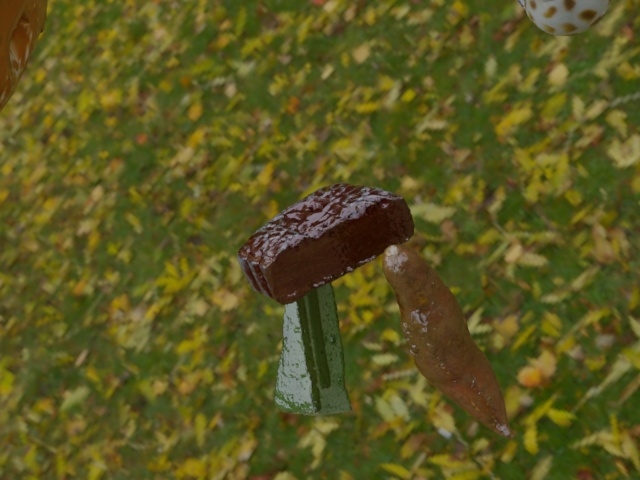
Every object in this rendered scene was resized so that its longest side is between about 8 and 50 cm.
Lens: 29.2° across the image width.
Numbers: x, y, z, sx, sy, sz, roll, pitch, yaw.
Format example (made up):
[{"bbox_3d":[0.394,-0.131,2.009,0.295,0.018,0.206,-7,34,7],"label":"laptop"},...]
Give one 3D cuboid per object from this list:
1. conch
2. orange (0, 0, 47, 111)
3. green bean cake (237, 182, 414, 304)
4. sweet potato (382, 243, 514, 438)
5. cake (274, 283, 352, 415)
[{"bbox_3d":[0.390,-0.420,1.977,0.148,0.275,0.183,-36,64,-2],"label":"conch"},{"bbox_3d":[-0.263,-0.145,0.734,0.234,0.182,0.234,-160,90,-81],"label":"orange"},{"bbox_3d":[0.000,0.000,1.864,0.232,0.097,0.198,-33,24,-18],"label":"green bean cake"},{"bbox_3d":[0.171,0.141,1.769,0.095,0.355,0.106,-37,22,-13],"label":"sweet potato"},{"bbox_3d":[-0.001,0.171,1.992,0.099,0.100,0.235,12,99,44],"label":"cake"}]
